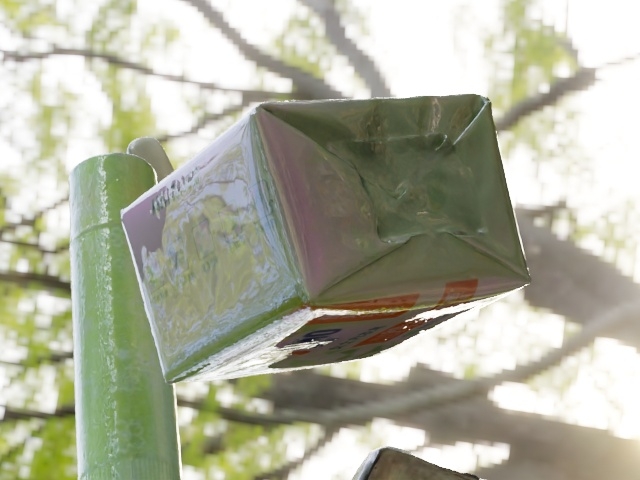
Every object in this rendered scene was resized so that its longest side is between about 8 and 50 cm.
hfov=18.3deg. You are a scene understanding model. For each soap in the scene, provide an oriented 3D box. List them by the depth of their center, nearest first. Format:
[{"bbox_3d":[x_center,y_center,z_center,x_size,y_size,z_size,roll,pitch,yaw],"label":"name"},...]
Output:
[{"bbox_3d":[0.000,0.000,1.274,0.182,0.199,0.138,-4,-106,-34],"label":"soap"}]

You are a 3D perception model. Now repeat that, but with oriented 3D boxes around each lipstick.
[{"bbox_3d":[-0.144,0.074,1.446,0.076,0.076,0.304,51,-154,-50],"label":"lipstick"}]

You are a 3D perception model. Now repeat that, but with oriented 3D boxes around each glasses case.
[{"bbox_3d":[-0.143,-0.054,1.735,0.032,0.083,0.021,-19,-22,-20],"label":"glasses case"}]

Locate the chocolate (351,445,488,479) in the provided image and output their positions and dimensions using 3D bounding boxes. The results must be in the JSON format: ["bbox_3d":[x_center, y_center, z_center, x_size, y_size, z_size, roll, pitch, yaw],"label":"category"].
[{"bbox_3d":[0.135,0.303,1.762,0.303,0.100,0.185,20,-103,-18],"label":"chocolate"}]
